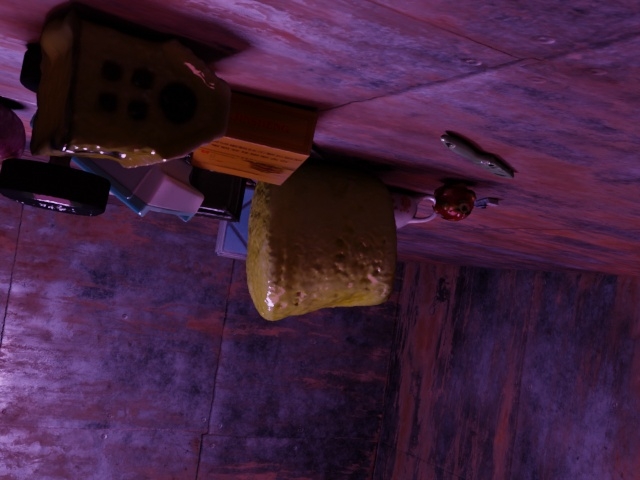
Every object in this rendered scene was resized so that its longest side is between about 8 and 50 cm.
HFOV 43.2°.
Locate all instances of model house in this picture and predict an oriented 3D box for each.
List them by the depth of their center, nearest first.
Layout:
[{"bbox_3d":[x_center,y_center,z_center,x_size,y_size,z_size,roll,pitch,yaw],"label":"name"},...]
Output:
[{"bbox_3d":[-0.237,-0.183,1.039,0.234,0.174,0.193,0,180,-32],"label":"model house"}]

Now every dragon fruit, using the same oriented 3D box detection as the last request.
[{"bbox_3d":[0.280,-0.079,1.669,0.086,0.081,0.116,-11,-164,-20],"label":"dragon fruit"}]

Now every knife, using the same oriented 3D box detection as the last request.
[{"bbox_3d":[0.269,-0.137,1.361,0.043,0.019,0.293,5,175,32],"label":"knife"}]

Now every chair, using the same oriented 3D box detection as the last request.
[{"bbox_3d":[-0.253,-0.122,1.927,0.155,0.141,0.260,9,173,7],"label":"chair"}]

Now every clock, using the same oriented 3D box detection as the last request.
[{"bbox_3d":[-0.337,-0.155,1.426,0.262,0.116,0.231,39,-174,11],"label":"clock"}]

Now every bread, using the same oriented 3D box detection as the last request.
[{"bbox_3d":[0.000,0.000,1.695,0.308,0.348,0.348,2,176,-3],"label":"bread"}]

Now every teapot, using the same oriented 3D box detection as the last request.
[{"bbox_3d":[0.162,-0.077,1.927,0.246,0.116,0.159,3,164,9],"label":"teapot"}]

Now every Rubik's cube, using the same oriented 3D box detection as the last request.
[{"bbox_3d":[-0.185,-0.042,2.343,0.205,0.205,0.207,10,177,-11],"label":"Rubik's cube"}]

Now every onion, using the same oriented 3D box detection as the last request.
[{"bbox_3d":[-0.675,-0.209,1.601,0.177,0.153,0.177,18,162,6],"label":"onion"}]

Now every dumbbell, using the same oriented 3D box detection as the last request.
[{"bbox_3d":[-0.365,-0.153,1.162,0.153,0.218,0.152,10,175,1],"label":"dumbbell"}]

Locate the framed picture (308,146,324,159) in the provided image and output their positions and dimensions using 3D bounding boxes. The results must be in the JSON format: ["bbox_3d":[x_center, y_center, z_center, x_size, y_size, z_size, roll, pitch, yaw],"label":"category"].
[{"bbox_3d":[-0.136,-0.192,1.531,0.252,0.014,0.197,8,175,17],"label":"framed picture"}]

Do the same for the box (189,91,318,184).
[{"bbox_3d":[-0.119,-0.165,1.337,0.174,0.076,0.274,13,172,-11],"label":"box"}]

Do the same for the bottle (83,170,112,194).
[{"bbox_3d":[-0.492,-0.160,2.107,0.245,0.104,0.104,12,175,-30],"label":"bottle"}]

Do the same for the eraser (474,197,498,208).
[{"bbox_3d":[0.376,-0.083,1.841,0.027,0.019,0.099,10,175,-11],"label":"eraser"}]
